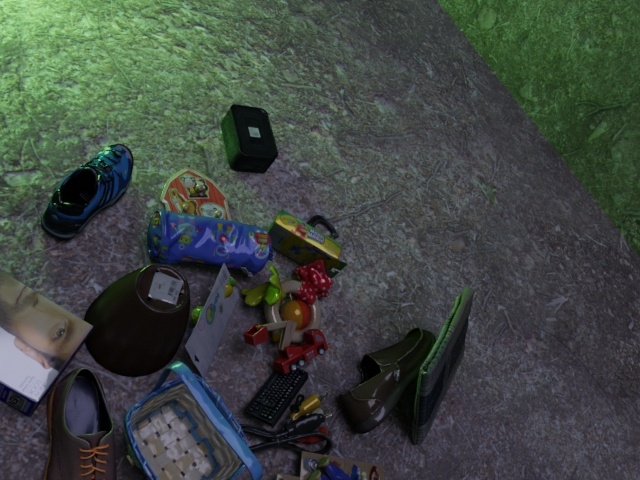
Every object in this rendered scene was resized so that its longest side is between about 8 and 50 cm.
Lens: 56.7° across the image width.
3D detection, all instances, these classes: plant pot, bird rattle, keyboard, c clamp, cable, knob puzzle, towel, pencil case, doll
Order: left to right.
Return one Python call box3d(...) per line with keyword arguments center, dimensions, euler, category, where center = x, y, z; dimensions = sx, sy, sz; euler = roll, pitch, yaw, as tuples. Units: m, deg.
box3d(center=(-0.360, 0.145, 1.237), dimensions=(0.215, 0.230, 0.215), euler=(17, 53, -24), category="plant pot")
box3d(center=(-0.327, -0.113, 1.559), dimensions=(0.213, 0.030, 0.213), euler=(16, 54, -24), category="knob puzzle")
box3d(center=(-0.269, 0.011, 1.459), dimensions=(0.306, 0.119, 0.133), euler=(10, 67, -28), category="pencil case")
box3d(center=(-0.087, 0.358, 1.377), dimensions=(0.108, 0.023, 0.180), euler=(24, 36, 15), category="keyboard")
box3d(center=(-0.085, 0.451, 1.363), dimensions=(0.287, 0.072, 0.139), euler=(-11, 85, -25), category="cable")
box3d(center=(-0.072, 0.162, 1.523), dimensions=(0.254, 0.143, 0.206), euler=(3, 72, -47), category="bird rattle")
box3d(center=(0.000, 0.000, 1.712), dimensions=(0.137, 0.022, 0.160), euler=(38, 49, -1), category="c clamp")
box3d(center=(0.064, 0.570, 1.327), dimensions=(0.189, 0.046, 0.129), euler=(47, 52, -5), category="doll")
box3d(center=(0.312, 0.320, 1.545), dimensions=(0.056, 0.312, 0.324), euler=(19, 46, 24), category="towel")

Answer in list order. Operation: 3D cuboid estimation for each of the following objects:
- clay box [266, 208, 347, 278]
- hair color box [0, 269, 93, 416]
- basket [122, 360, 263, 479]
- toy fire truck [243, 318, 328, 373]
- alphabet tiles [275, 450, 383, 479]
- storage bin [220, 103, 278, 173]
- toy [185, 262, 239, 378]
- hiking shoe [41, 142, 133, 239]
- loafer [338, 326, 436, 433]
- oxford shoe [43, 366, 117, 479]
box3d(center=(-0.037, 0.015, 1.588), dimensions=(0.222, 0.127, 0.053), euler=(30, 59, -8), category="clay box")
box3d(center=(-0.639, 0.161, 1.128), dimensions=(0.339, 0.110, 0.185), euler=(35, 47, -12), category="hair color box")
box3d(center=(-0.243, 0.380, 1.124), dimensions=(0.254, 0.289, 0.201), euler=(52, 43, 9), category="basket")
box3d(center=(-0.078, 0.240, 1.413), dimensions=(0.192, 0.047, 0.135), euler=(-24, 104, -33), category="toy fire truck")
box3d(center=(0.042, 0.634, 1.318), dimensions=(0.343, 0.011, 0.285), euler=(20, 58, -25), category="alphabet tiles")
box3d(center=(-0.207, -0.294, 1.716), dimensions=(0.122, 0.084, 0.180), euler=(1, 61, -33), category="storage bin")
box3d(center=(-0.263, 0.181, 1.377), dimensions=(0.056, 0.137, 0.237), euler=(7, 49, 19), category="toy")
box3d(center=(-0.517, -0.133, 1.375), dimensions=(0.113, 0.132, 0.304), euler=(33, 49, -12), category="hiking shoe")
box3d(center=(0.178, 0.330, 1.539), dimensions=(0.130, 0.134, 0.366), euler=(48, 47, 1), category="loafer")
box3d(center=(-0.435, 0.412, 1.083), dimensions=(0.130, 0.133, 0.363), euler=(-3, 64, -35), category="oxford shoe")
